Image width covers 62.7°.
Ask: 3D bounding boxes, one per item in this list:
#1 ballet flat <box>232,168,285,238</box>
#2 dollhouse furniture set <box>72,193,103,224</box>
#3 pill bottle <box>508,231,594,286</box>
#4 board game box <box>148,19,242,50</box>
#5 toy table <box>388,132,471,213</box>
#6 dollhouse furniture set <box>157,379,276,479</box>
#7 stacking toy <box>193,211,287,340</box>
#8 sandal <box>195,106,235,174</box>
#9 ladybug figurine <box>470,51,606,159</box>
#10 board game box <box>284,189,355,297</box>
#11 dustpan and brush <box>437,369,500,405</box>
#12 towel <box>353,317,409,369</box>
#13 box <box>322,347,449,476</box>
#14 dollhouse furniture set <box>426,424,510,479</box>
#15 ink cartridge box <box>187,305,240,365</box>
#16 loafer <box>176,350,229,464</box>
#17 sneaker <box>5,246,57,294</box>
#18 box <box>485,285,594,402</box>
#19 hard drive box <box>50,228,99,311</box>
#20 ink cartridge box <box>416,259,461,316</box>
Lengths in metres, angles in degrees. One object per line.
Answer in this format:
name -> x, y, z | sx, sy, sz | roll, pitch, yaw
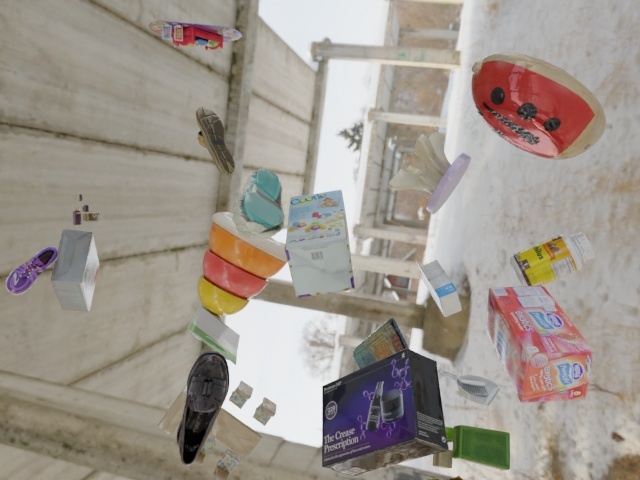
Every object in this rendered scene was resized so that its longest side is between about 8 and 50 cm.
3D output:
ballet flat -> -0.177, -0.079, 1.494 | 0.409, 0.147, 0.147 | -87, 0, -65
dollhouse furniture set -> -0.667, -0.092, 1.559 | 0.114, 0.081, 0.091 | -35, -56, -86
pill bottle -> 0.674, 0.056, 1.535 | 0.117, 0.215, 0.117 | 55, -162, -28
board game box -> -0.232, -0.373, 0.980 | 0.133, 0.168, 0.033 | -140, 52, -76
toy table -> 0.348, -0.211, 1.657 | 0.252, 0.161, 0.274 | -44, -15, -29
dollhouse furniture set -> -0.442, 0.774, 2.206 | 0.362, 0.394, 0.256 | -53, 3, 1
stacking toy -> -0.356, 0.162, 2.014 | 0.480, 0.350, 0.350 | -60, -13, 1
sandal -> -0.251, -0.226, 1.207 | 0.072, 0.049, 0.180 | -4, -111, -57
ladybug figurine -> 0.633, -0.388, 1.583 | 0.162, 0.449, 0.305 | -60, 4, -16
board game box -> 0.000, 0.000, 1.307 | 0.275, 0.144, 0.142 | -90, -10, -61
dustpan and brush -> 0.504, 0.500, 1.842 | 0.147, 0.211, 0.060 | -21, -71, -53
towel -> 0.218, 0.423, 1.678 | 0.271, 0.040, 0.370 | 63, 157, 19
box -> 0.123, 0.363, 1.095 | 0.103, 0.261, 0.184 | 31, -138, -29
dollhouse furniture set -> 0.403, 0.681, 1.453 | 0.197, 0.151, 0.301 | 123, 159, -62
ink cartridge box -> -0.337, 0.310, 1.649 | 0.056, 0.171, 0.235 | -48, 12, 6
loafer -> -0.297, 0.428, 1.327 | 0.095, 0.109, 0.302 | -113, 39, -67
sneaker -> -0.817, 0.077, 1.486 | 0.071, 0.068, 0.170 | -24, 29, 56
box -> 0.525, 0.244, 1.296 | 0.300, 0.154, 0.142 | -91, -3, -66
hard drive box -> -0.776, 0.099, 1.674 | 0.232, 0.089, 0.181 | 120, 153, -57
ink cartridge box -> 0.368, 0.136, 1.639 | 0.180, 0.060, 0.104 | -113, -2, -47
